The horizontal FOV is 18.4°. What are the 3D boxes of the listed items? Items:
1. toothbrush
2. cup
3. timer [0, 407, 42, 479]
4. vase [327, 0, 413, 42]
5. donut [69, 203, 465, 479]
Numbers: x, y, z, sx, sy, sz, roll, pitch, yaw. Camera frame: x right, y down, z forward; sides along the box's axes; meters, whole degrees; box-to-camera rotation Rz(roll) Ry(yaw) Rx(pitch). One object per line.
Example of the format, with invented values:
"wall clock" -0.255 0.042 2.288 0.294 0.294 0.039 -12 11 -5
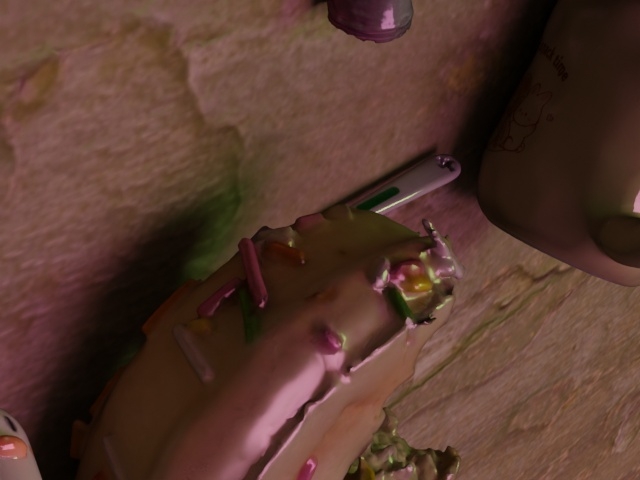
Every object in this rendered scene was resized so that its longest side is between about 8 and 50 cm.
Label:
"toothbrush" -0.001 0.001 1.399 0.304 0.030 0.030 -30 139 -40
"cup" 0.252 -0.066 1.498 0.173 0.255 0.202 17 101 -45
"timer" -0.218 0.239 1.152 0.233 0.240 0.233 -17 149 -10
"vase" 0.042 -0.225 1.223 0.086 0.086 0.214 -34 146 -38
"donut" -0.035 0.153 1.332 0.307 0.150 0.371 -40 150 -21
